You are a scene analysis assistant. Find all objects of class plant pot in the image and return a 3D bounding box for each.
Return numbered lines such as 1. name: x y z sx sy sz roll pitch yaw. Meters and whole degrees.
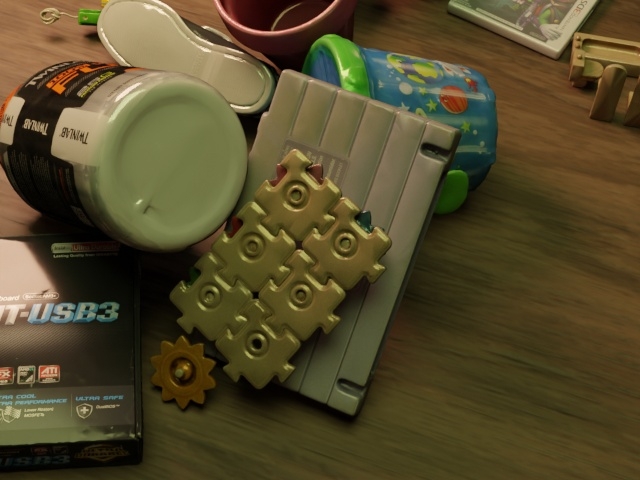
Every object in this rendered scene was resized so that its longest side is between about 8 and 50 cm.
1. plant pot: -0.033 -0.326 1.705 0.201 0.180 0.201 -4 68 11

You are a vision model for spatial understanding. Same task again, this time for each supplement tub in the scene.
1. supplement tub: -0.255 -0.110 1.483 0.207 0.207 0.338 -36 29 -26

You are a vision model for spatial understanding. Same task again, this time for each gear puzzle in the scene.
1. gear puzzle: -0.071 0.071 1.418 0.175 0.044 0.339 44 105 11

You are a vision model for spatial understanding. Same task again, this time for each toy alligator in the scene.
1. toy alligator: -0.316 -0.328 1.816 0.189 0.056 0.051 4 11 2

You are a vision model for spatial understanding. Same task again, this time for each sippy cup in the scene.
1. sippy cup: 0.102 -0.145 1.601 0.224 0.240 0.306 -1 68 -17

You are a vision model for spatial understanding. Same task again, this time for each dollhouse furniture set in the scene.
1. dollhouse furniture set: 0.437 -0.264 1.755 0.144 0.123 0.151 11 53 5

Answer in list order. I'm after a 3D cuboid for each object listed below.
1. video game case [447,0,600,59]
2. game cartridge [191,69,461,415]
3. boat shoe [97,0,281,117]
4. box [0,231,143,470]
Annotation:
1. video game case: 0.319 -0.373 1.896 0.190 0.022 0.173 27 56 17
2. game cartridge: 0.000 0.000 1.442 0.230 0.068 0.355 22 99 17
3. boat shoe: -0.182 -0.253 1.742 0.302 0.091 0.114 34 97 19
4. box: -0.358 0.126 1.450 0.295 0.073 0.293 -1 55 -6
